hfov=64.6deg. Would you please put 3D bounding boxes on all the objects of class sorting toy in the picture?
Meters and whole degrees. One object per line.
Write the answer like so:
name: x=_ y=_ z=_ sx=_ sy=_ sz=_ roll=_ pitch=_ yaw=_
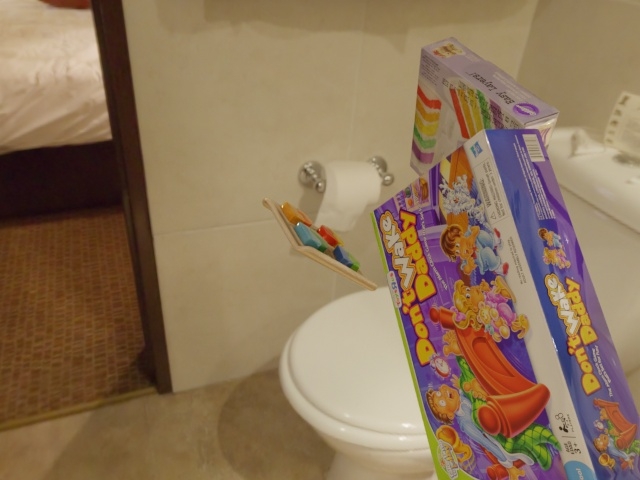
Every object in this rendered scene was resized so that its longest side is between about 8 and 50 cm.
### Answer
sorting toy: x=0.000 y=0.000 z=0.931 sx=0.193 sy=0.038 sz=0.208 roll=30 pitch=11 yaw=-36

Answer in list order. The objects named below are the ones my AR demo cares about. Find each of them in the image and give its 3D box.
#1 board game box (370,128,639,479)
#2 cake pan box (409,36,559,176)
board game box: x=0.182 y=0.088 z=0.559 sx=0.078 sy=0.233 sz=0.347 roll=-6 pitch=74 yaw=-26
cake pan box: x=0.245 y=-0.153 z=0.814 sx=0.070 sy=0.245 sz=0.267 roll=-21 pitch=50 yaw=-13
